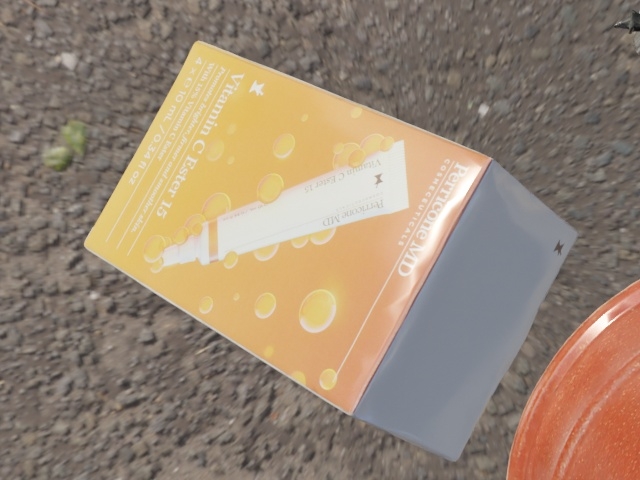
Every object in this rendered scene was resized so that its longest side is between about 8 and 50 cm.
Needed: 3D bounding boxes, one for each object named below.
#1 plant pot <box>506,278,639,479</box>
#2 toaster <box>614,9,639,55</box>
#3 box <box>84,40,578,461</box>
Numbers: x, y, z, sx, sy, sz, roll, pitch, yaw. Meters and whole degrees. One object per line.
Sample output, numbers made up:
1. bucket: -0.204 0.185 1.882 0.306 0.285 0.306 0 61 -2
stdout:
1. plant pot: 0.216 0.150 0.479 0.272 0.265 0.272 1 97 6
2. toaster: 0.315 -0.188 0.843 0.185 0.110 0.168 20 90 5
3. box: 0.000 0.000 1.015 0.345 0.168 0.215 27 87 40
